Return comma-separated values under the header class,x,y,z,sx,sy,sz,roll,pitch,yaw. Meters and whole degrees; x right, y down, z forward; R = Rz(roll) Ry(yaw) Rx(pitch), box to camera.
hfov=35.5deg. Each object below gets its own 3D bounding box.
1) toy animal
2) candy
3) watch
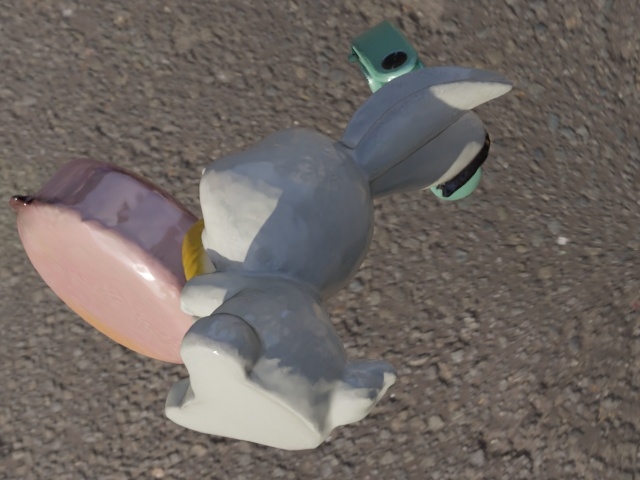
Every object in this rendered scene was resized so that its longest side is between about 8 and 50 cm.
class,x,y,z,sx,sy,sz,roll,pitch,yaw
toy animal,0.000,0.000,0.439,0.127,0.131,0.181,17,63,1
candy,-0.203,0.020,1.041,0.255,0.255,0.094,26,59,19
watch,0.101,-0.147,1.106,0.068,0.195,0.237,-31,41,6
